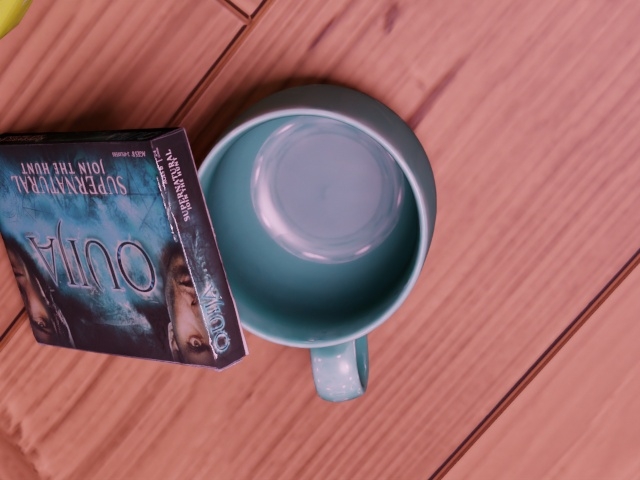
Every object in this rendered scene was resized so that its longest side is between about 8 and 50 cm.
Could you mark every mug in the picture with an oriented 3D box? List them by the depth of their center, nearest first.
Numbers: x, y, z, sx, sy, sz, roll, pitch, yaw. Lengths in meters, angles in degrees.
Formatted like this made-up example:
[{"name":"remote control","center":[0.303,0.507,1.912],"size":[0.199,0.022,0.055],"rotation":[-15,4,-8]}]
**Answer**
[{"name":"mug","center":[-0.006,-0.007,0.986],"size":[0.129,0.097,0.158],"rotation":[24,109,0]}]

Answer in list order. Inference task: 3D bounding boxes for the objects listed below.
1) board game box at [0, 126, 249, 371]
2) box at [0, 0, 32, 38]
[{"name":"board game box","center":[-0.117,0.003,0.982],"size":[0.186,0.026,0.126],"rotation":[2,112,52]},{"name":"box","center":[-0.174,-0.199,0.957],"size":[0.109,0.042,0.178],"rotation":[37,126,-4]}]
